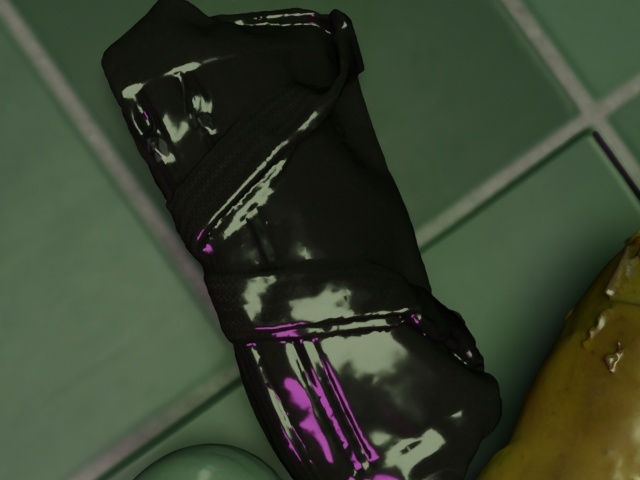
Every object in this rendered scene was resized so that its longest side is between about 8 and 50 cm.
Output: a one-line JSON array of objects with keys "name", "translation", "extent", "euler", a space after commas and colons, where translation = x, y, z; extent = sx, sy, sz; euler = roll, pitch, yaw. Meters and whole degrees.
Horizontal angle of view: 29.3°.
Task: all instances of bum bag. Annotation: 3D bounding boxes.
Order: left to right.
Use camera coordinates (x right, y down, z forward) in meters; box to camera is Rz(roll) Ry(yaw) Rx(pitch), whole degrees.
[{"name": "bum bag", "translation": [0.000, 0.000, 0.660], "extent": [0.142, 0.079, 0.326], "euler": [-24, 83, -12]}]

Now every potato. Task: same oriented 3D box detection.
[{"name": "potato", "translation": [0.176, 0.126, 0.637], "extent": [0.173, 0.140, 0.300], "euler": [27, 86, 3]}]

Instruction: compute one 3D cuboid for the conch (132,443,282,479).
[{"name": "conch", "translation": [-0.022, 0.204, 0.614], "extent": [0.185, 0.121, 0.221], "euler": [-26, 75, -48]}]
